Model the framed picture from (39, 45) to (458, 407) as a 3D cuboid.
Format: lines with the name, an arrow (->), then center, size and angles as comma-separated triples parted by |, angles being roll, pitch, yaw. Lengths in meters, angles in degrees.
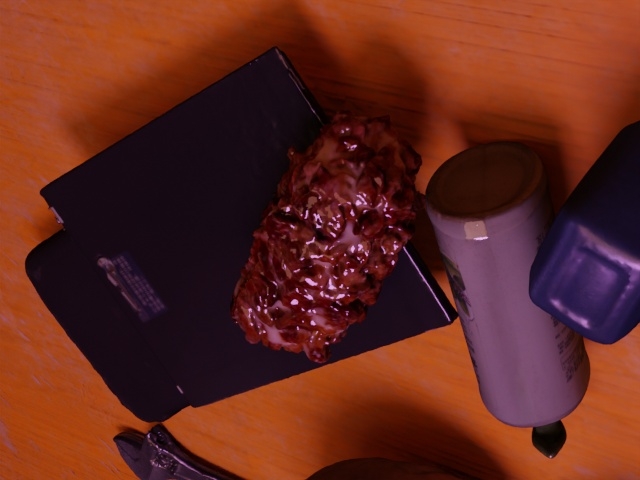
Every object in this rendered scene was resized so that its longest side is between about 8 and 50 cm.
framed picture -> -0.074, 0.007, 1.119 | 0.339, 0.014, 0.255 | -24, 105, 43

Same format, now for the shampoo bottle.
shampoo bottle -> 0.146, 0.055, 0.980 | 0.087, 0.118, 0.234 | -11, 118, 13

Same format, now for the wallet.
wallet -> -0.117, 0.040, 1.240 | 0.406, 0.062, 0.228 | -27, 102, 48

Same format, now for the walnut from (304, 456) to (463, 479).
walnut -> 0.051, 0.309, 1.164 | 0.248, 0.248, 0.248 | 23, 134, 26

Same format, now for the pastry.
pastry -> 0.002, 0.001, 0.986 | 0.115, 0.097, 0.208 | 31, 133, -1

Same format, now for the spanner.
spanner -> -0.100, 0.270, 1.437 | 0.325, 0.026, 0.093 | 19, 133, 28

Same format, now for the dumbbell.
dumbbell -> 0.298, 0.056, 0.826 | 0.325, 0.160, 0.144 | 35, 170, 14
